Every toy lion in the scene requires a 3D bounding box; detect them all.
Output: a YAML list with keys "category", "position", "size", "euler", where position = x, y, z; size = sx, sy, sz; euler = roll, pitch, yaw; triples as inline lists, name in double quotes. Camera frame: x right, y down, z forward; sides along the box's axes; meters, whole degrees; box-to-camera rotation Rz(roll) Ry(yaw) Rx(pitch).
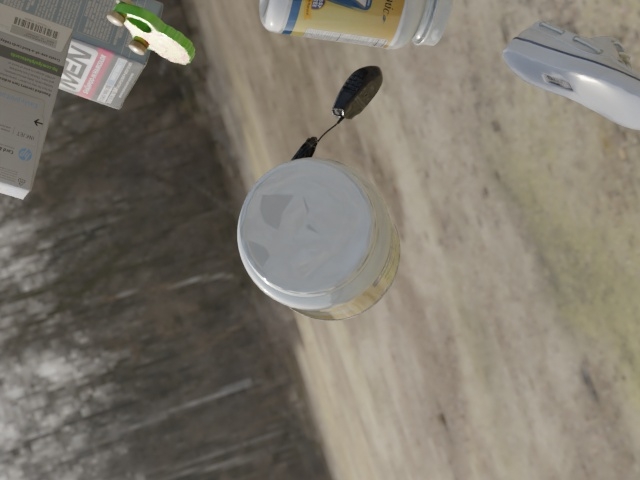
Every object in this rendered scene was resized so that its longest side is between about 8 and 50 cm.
- category: "toy lion"
  position: [-0.205, -0.257, 1.575]
  size: [0.096, 0.034, 0.100]
  euler: [18, 161, 28]

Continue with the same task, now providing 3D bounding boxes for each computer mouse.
- category: "computer mouse"
  position: [0.016, -0.203, 2.125]
  size: [0.041, 0.242, 0.071]
  euler: [42, 180, 19]

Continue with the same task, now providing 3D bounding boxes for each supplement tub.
- category: "supplement tub"
  position: [0.000, 0.000, 2.020]
  size: [0.331, 0.241, 0.241]
  euler: [47, -156, -79]
- category: "supplement tub"
  position: [0.040, -0.292, 1.414]
  size: [0.144, 0.200, 0.144]
  euler: [-174, 90, -79]

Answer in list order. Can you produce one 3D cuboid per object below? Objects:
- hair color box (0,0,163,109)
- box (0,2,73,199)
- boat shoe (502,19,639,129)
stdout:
- category: "hair color box"
  position: [-0.443, -0.335, 1.876]
  size: [0.185, 0.375, 0.113]
  euler: [141, 145, -63]
- category: "box"
  position: [-0.342, -0.151, 1.268]
  size: [0.038, 0.145, 0.186]
  euler: [-31, 46, 61]
- category: "boat shoe"
  position: [0.346, -0.220, 1.589]
  size: [0.258, 0.084, 0.095]
  euler: [33, 167, 38]
